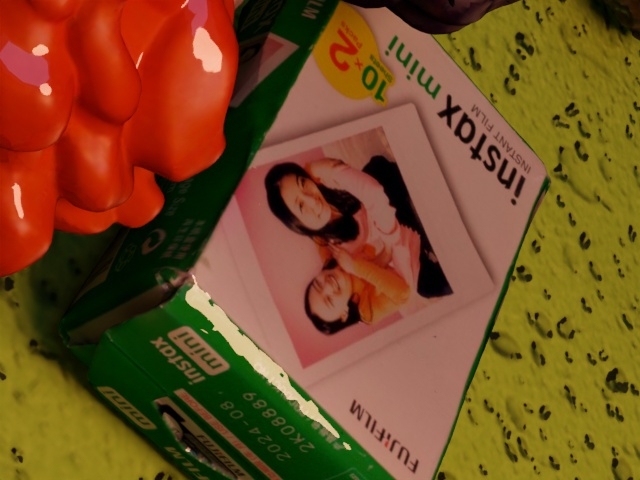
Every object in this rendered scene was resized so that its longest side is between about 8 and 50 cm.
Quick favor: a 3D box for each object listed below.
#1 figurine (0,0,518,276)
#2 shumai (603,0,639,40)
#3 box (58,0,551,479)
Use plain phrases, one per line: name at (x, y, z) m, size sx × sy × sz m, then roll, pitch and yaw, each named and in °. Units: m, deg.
figurine at (-0.043, -0.179, 0.584) m, size 0.412 × 0.241 × 0.306 m, roll -25°, pitch 124°, yaw -26°
shumai at (0.239, -0.263, 0.972) m, size 0.222 × 0.261 × 0.225 m, roll 42°, pitch 82°, yaw -19°
box at (0.000, 0.000, 0.717) m, size 0.180 × 0.103 × 0.250 m, roll 46°, pitch 48°, yaw -23°
